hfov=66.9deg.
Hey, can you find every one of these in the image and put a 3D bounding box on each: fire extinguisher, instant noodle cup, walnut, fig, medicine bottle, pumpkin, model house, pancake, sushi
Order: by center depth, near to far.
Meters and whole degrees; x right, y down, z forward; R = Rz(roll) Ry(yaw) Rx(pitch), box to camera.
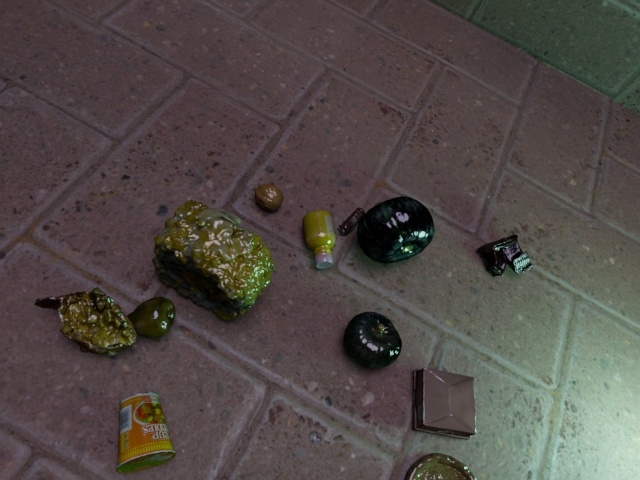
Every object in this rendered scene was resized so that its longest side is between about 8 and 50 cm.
[{"bbox_3d":[-0.521,0.557,1.422,0.168,0.169,0.185,-8,56,-20],"label":"instant noodle cup"},{"bbox_3d":[-0.718,0.249,1.516,0.296,0.179,0.167,41,64,10],"label":"sushi"},{"bbox_3d":[0.407,0.850,1.583,0.285,0.033,0.289,1,62,-16],"label":"pancake"},{"bbox_3d":[-0.568,0.262,1.609,0.126,0.184,0.133,24,55,-49],"label":"fig"},{"bbox_3d":[-0.357,0.067,1.616,0.396,0.351,0.240,31,58,5],"label":"sushi"},{"bbox_3d":[0.189,0.352,1.730,0.211,0.152,0.212,10,57,-16],"label":"pumpkin"},{"bbox_3d":[0.000,0.000,1.893,0.121,0.122,0.213,0,62,-16],"label":"medicine bottle"},{"bbox_3d":[0.287,-0.051,1.906,0.314,0.315,0.239,-14,68,-22],"label":"pumpkin"},{"bbox_3d":[-0.209,-0.176,1.949,0.124,0.105,0.105,37,58,11],"label":"walnut"},{"bbox_3d":[0.125,-0.074,2.017,0.158,0.043,0.064,-47,123,-31],"label":"fire extinguisher"},{"bbox_3d":[0.799,0.076,2.097,0.202,0.141,0.165,-18,89,-2],"label":"model house"}]

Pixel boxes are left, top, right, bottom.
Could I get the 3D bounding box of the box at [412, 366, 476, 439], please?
[{"bbox_3d":[0.436,0.573,1.716,0.214,0.086,0.215,13,58,-8],"label":"box"}]
